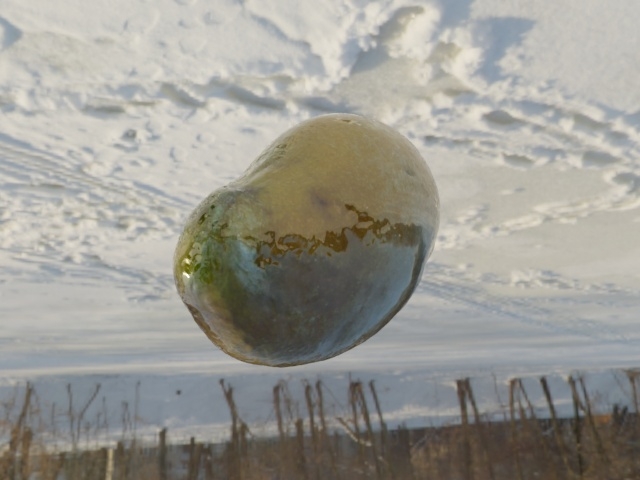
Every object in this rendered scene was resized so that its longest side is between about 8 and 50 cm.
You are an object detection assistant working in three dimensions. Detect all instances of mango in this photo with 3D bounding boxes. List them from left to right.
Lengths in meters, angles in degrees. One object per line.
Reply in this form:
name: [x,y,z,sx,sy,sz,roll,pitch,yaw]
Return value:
mango: [0.000,0.000,0.518,0.146,0.192,0.316,12,-165,22]
